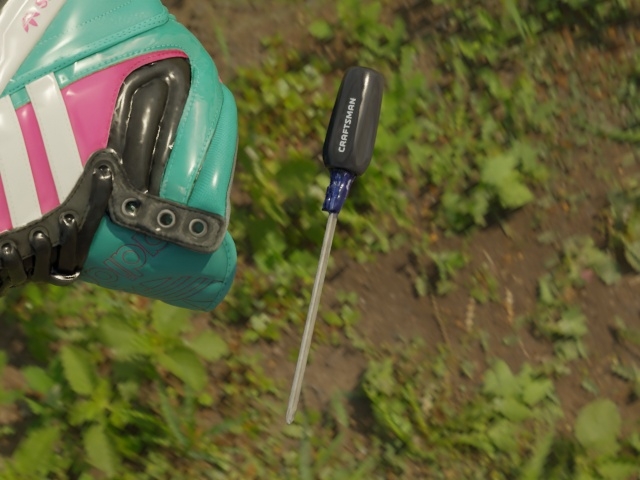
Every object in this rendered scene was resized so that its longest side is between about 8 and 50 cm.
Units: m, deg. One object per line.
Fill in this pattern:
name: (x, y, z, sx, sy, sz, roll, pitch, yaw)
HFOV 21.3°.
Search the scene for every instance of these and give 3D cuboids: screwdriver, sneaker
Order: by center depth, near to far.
screwdriver: (0.000, 0.000, 0.780, 0.025, 0.024, 0.170, 20, 78, -13)
sneaker: (-0.138, 0.002, 0.867, 0.178, 0.124, 0.295, 35, 74, -13)
